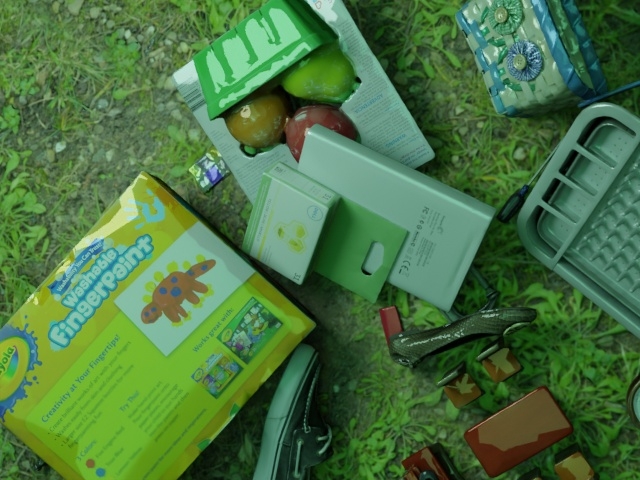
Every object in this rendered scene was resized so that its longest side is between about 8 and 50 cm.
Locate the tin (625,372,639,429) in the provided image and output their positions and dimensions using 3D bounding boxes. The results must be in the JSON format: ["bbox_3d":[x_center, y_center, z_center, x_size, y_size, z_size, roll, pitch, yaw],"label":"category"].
[{"bbox_3d":[0.539,0.213,1.254,0.106,0.040,0.189,38,101,11],"label":"tin"}]

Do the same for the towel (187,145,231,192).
[{"bbox_3d":[-0.194,-0.132,1.515,0.083,0.009,0.060,-38,79,15],"label":"towel"}]

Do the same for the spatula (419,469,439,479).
[{"bbox_3d":[0.213,0.473,1.239,0.084,0.030,0.296,-23,93,14],"label":"spatula"}]

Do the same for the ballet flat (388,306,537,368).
[{"bbox_3d":[0.220,0.154,1.321,0.250,0.084,0.058,-18,65,25],"label":"ballet flat"}]

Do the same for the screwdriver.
[{"bbox_3d":[0.334,-0.100,1.332,0.025,0.024,0.170,30,98,-13],"label":"screwdriver"}]

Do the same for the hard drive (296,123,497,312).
[{"bbox_3d":[0.099,-0.033,1.323,0.307,0.040,0.203,27,130,13],"label":"hard drive"}]

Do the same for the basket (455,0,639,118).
[{"bbox_3d":[0.366,-0.310,1.225,0.289,0.201,0.254,-26,81,27],"label":"basket"}]

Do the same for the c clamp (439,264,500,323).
[{"bbox_3d":[0.231,0.057,1.364,0.137,0.022,0.160,-33,80,17],"label":"c clamp"}]

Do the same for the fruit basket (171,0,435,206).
[{"bbox_3d":[-0.032,-0.213,1.405,0.327,0.165,0.353,-31,102,24],"label":"fruit basket"}]

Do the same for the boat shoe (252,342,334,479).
[{"bbox_3d":[-0.033,0.336,1.417,0.119,0.121,0.335,15,105,9],"label":"boat shoe"}]

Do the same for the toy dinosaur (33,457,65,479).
[{"bbox_3d":[-0.474,0.413,1.584,0.118,0.064,0.268,23,95,11],"label":"toy dinosaur"}]

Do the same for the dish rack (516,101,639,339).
[{"bbox_3d":[0.467,-0.016,1.196,0.333,0.072,0.285,42,136,22],"label":"dish rack"}]

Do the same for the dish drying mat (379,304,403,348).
[{"bbox_3d":[0.122,0.152,1.409,0.032,0.008,0.083,-16,85,17],"label":"dish drying mat"}]

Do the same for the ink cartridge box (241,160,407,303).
[{"bbox_3d":[0.000,0.000,1.342,0.235,0.056,0.171,30,130,12],"label":"ink cartridge box"}]

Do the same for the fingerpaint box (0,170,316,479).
[{"bbox_3d":[-0.288,0.173,1.384,0.371,0.163,0.445,41,90,-1],"label":"fingerpaint box"}]

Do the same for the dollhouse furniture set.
[{"bbox_3d":[0.258,0.321,1.294,0.259,0.135,0.262,-36,79,15],"label":"dollhouse furniture set"}]
